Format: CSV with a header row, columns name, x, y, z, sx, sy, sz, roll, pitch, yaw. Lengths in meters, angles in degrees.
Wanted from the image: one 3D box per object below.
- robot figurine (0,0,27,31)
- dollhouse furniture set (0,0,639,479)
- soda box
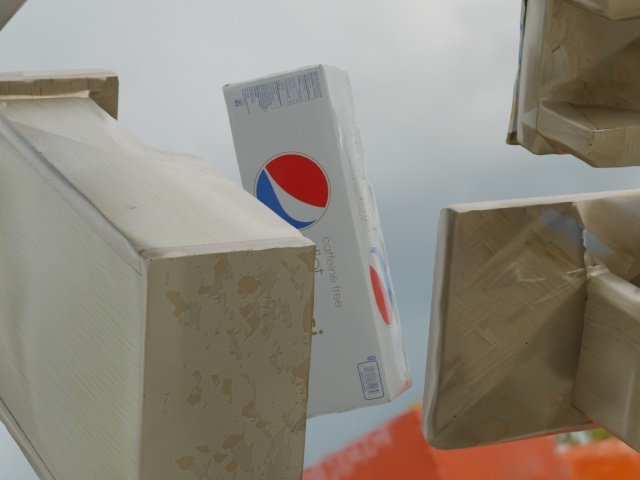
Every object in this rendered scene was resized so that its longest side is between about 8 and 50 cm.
name,x,y,z,sx,sy,sz,roll,pitch,yaw
robot figurine,-0.184,-0.171,0.744,0.353,0.300,0.200,-46,-47,15
dollhouse furniture set,0.059,0.026,0.893,0.394,0.362,0.256,-5,21,-24
soda box,0.000,0.000,1.186,0.069,0.216,0.074,-11,0,15
